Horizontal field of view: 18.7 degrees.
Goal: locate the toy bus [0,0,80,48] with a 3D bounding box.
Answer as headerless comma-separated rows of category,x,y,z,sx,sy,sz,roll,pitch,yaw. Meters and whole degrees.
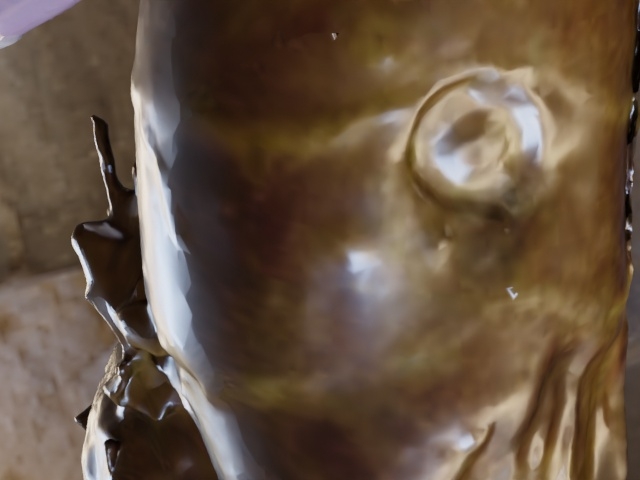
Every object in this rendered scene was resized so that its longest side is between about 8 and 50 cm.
toy bus,-0.071,-0.145,0.427,0.142,0.202,0.142,-25,116,24

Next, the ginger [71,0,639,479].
ginger,0.000,0.000,0.700,0.254,0.176,0.418,21,120,44
